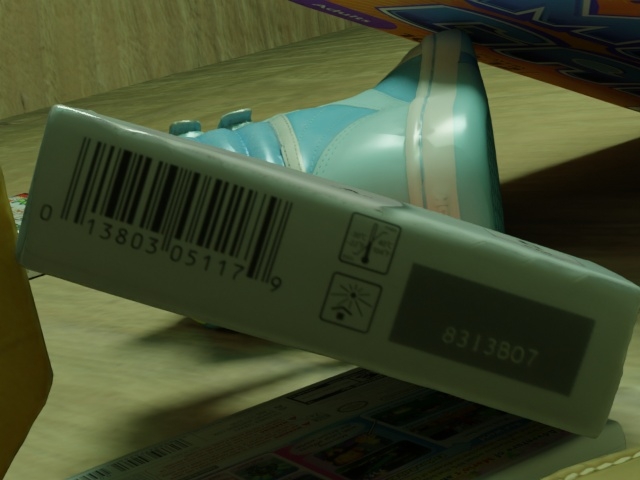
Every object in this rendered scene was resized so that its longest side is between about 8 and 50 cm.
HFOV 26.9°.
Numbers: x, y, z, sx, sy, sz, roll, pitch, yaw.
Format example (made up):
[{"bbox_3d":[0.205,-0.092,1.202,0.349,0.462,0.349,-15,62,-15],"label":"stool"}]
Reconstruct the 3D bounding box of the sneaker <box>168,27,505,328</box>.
[{"bbox_3d":[-0.002,-0.042,0.787,0.208,0.127,0.319,-9,11,7],"label":"sneaker"}]

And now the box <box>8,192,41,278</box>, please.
[{"bbox_3d":[-0.246,-0.003,1.063,0.114,0.036,0.207,-18,13,-29],"label":"box"}]

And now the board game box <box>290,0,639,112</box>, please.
[{"bbox_3d":[0.235,-0.279,0.803,0.356,0.356,0.356,13,1,-25],"label":"board game box"}]

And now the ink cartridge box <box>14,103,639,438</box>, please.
[{"bbox_3d":[0.000,0.000,0.508,0.189,0.066,0.232,17,9,-3],"label":"ink cartridge box"}]

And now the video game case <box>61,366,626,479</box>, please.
[{"bbox_3d":[-0.002,0.082,0.460,0.157,0.019,0.143,-18,13,-29],"label":"video game case"}]

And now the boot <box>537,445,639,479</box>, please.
[{"bbox_3d":[0.155,-0.017,0.307,0.262,0.203,0.095,-12,11,-7],"label":"boot"}]

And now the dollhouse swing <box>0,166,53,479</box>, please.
[{"bbox_3d":[-0.317,-0.014,0.427,0.315,0.347,0.305,-21,14,-37],"label":"dollhouse swing"}]
